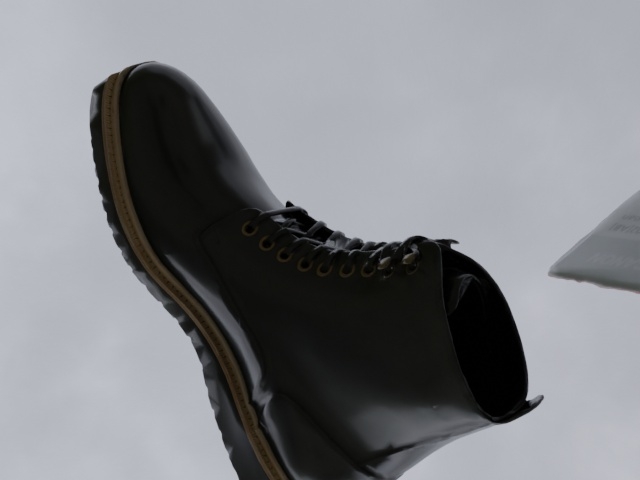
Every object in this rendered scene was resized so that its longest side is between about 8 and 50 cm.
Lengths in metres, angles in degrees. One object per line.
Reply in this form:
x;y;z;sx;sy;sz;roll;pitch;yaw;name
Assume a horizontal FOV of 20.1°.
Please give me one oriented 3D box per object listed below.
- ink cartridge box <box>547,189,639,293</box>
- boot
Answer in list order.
0.349;-0.028;0.858;0.385;0.308;0.091;-33;-66;-27;ink cartridge box
0.000;0.000;0.693;0.137;0.077;0.198;-31;-92;46;boot
